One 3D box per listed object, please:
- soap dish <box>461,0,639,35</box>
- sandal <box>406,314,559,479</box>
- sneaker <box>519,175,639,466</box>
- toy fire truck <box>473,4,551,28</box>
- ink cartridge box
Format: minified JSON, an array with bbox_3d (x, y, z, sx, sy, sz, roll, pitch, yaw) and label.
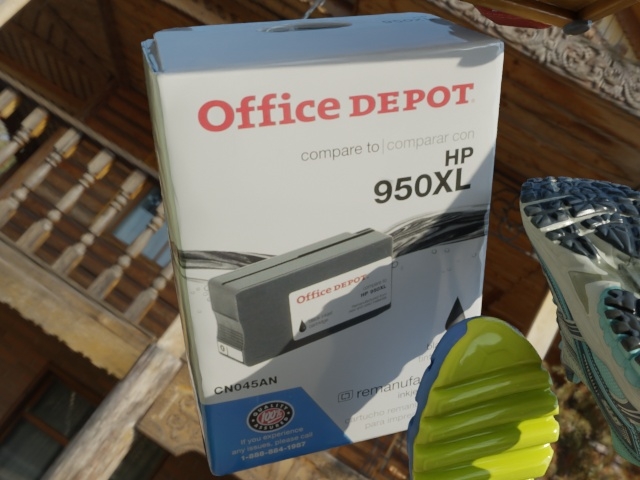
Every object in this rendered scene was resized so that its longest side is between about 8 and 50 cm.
[{"bbox_3d":[0.173,-0.251,0.452,0.291,0.118,0.229,0,-7,-32],"label":"soap dish"},{"bbox_3d":[0.123,0.215,0.582,0.126,0.317,0.138,3,12,-9],"label":"sandal"},{"bbox_3d":[0.218,0.050,0.519,0.110,0.283,0.122,2,-53,-1],"label":"sneaker"},{"bbox_3d":[0.266,-0.412,0.787,0.169,0.302,0.254,15,11,-38],"label":"toy fire truck"},{"bbox_3d":[0.000,0.000,0.630,0.166,0.285,0.395,-124,-152,-59],"label":"ink cartridge box"}]
